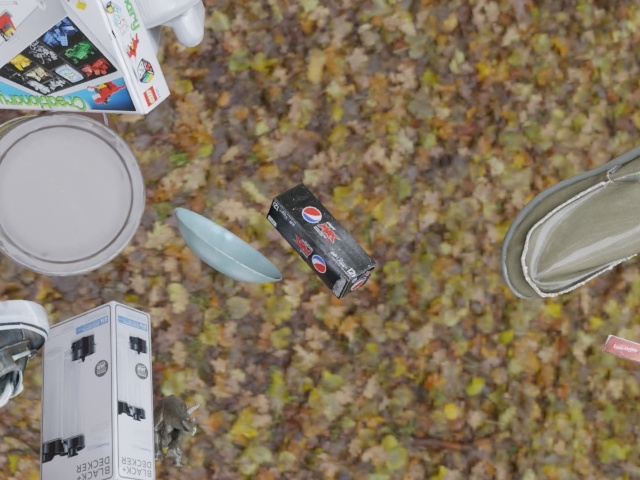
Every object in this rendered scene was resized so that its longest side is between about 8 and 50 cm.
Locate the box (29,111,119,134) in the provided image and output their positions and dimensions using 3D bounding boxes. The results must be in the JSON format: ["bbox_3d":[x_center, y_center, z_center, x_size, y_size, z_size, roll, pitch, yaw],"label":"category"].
[{"bbox_3d":[-0.473,-0.139,1.840,0.169,0.167,0.203,-11,83,-4],"label":"box"}]

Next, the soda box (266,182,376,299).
[{"bbox_3d":[0.000,0.000,1.343,0.060,0.053,0.169,-29,69,-34],"label":"soda box"}]

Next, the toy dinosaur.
[{"bbox_3d":[-0.328,0.396,2.022,0.121,0.313,0.160,1,67,-4],"label":"toy dinosaur"}]

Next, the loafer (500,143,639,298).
[{"bbox_3d":[0.286,-0.028,0.910,0.251,0.087,0.094,-35,105,-6],"label":"loafer"}]

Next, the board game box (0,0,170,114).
[{"bbox_3d":[-0.324,-0.237,1.038,0.053,0.305,0.193,-51,136,-41],"label":"board game box"}]

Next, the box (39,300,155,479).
[{"bbox_3d":[-0.355,0.261,1.496,0.087,0.169,0.289,30,46,-51],"label":"box"}]

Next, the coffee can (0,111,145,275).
[{"bbox_3d":[-0.365,-0.070,1.274,0.202,0.275,0.201,-3,97,-22],"label":"coffee can"}]

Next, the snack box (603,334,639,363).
[{"bbox_3d":[0.402,0.141,1.033,0.064,0.178,0.022,20,88,-69],"label":"snack box"}]

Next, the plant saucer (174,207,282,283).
[{"bbox_3d":[-0.148,0.018,1.437,0.195,0.195,0.037,30,98,-29],"label":"plant saucer"}]

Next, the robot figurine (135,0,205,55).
[{"bbox_3d":[-0.271,-0.427,1.292,0.300,0.199,0.353,-20,126,5],"label":"robot figurine"}]

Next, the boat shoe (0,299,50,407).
[{"bbox_3d":[-0.390,0.136,1.060,0.121,0.335,0.119,-18,84,3],"label":"boat shoe"}]
